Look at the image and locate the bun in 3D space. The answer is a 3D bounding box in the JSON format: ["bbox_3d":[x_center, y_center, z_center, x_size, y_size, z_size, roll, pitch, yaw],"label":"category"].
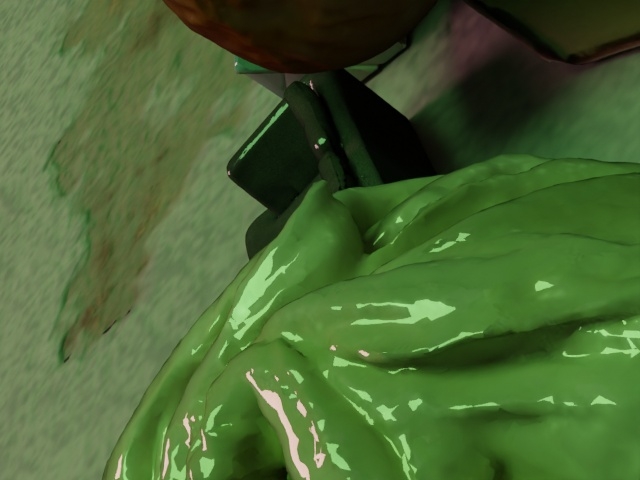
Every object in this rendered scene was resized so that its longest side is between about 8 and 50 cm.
[{"bbox_3d":[0.034,0.081,0.440,0.229,0.145,0.229,-25,54,40],"label":"bun"}]

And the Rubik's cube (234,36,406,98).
[{"bbox_3d":[-0.005,-0.106,0.823,0.084,0.073,0.075,-47,28,25],"label":"Rubik's cube"}]

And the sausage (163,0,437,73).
[{"bbox_3d":[0.014,-0.147,0.737,0.113,0.113,0.259,-36,16,36],"label":"sausage"}]

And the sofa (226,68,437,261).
[{"bbox_3d":[0.000,0.000,0.711,0.085,0.060,0.147,-49,28,17],"label":"sofa"}]

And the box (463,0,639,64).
[{"bbox_3d":[0.129,-0.176,0.678,0.120,0.069,0.224,-16,48,53],"label":"box"}]
